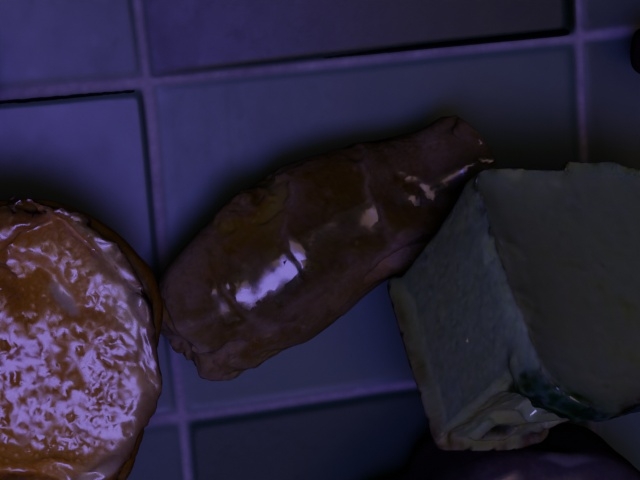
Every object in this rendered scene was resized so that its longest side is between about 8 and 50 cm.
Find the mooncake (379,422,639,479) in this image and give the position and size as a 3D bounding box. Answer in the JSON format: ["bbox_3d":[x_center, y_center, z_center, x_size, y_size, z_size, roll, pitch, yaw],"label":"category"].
[{"bbox_3d":[0.148,0.282,1.375,0.306,0.154,0.306,-2,102,-11],"label":"mooncake"}]

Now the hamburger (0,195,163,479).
[{"bbox_3d":[-0.222,0.081,1.266,0.244,0.163,0.244,0,95,-5],"label":"hamburger"}]

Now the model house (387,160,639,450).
[{"bbox_3d":[0.166,0.072,1.285,0.214,0.189,0.195,-2,63,-34],"label":"model house"}]

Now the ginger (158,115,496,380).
[{"bbox_3d":[0.000,0.000,1.316,0.263,0.109,0.116,-27,78,-5],"label":"ginger"}]

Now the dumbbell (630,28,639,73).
[{"bbox_3d":[0.294,-0.222,1.318,0.140,0.124,0.225,-2,101,-11],"label":"dumbbell"}]
